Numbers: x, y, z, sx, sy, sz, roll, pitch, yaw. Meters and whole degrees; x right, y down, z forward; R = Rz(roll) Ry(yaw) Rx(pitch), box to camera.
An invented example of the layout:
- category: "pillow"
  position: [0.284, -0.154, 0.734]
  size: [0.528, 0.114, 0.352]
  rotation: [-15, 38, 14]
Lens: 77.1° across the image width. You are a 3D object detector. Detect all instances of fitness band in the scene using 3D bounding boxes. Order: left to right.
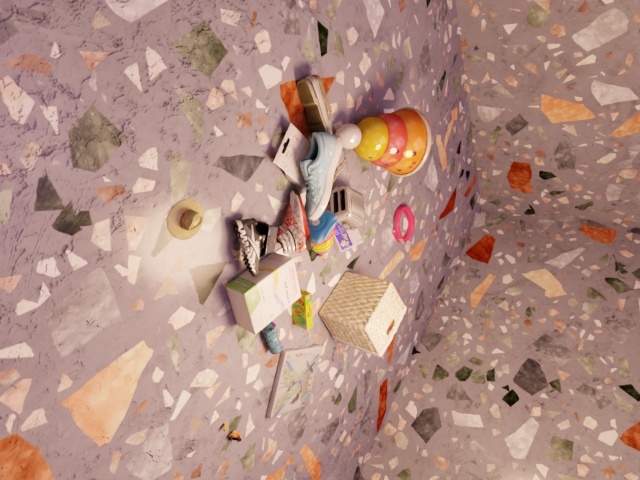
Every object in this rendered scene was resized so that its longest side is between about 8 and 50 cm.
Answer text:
- category: "fitness band"
  position: [0.543, -0.101, 2.621]
  size: [0.291, 0.054, 0.209]
  rotation: [50, 60, -50]

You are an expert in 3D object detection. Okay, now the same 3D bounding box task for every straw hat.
- category: "straw hat"
  position: [-0.424, -0.065, 1.319]
  size: [0.144, 0.061, 0.145]
  rotation: [-24, 121, -48]

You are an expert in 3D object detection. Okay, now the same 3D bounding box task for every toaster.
- category: "toaster"
  position: [0.131, -0.169, 1.950]
  size: [0.146, 0.129, 0.227]
  rotation: [24, 60, -51]

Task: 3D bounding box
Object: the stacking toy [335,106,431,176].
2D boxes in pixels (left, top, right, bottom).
- category: "stacking toy"
  position: [0.269, -0.489, 1.969]
  size: [0.479, 0.350, 0.351]
  rotation: [-6, 108, -33]

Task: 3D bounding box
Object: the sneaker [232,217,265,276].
- category: "sneaker"
  position: [-0.251, 0.021, 1.520]
  size: [0.106, 0.078, 0.235]
  rotation: [-20, 106, -22]

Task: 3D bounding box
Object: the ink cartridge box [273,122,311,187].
- category: "ink cartridge box"
  position: [-0.108, -0.346, 1.657]
  size: [0.224, 0.056, 0.181]
  rotation: [33, 76, -50]

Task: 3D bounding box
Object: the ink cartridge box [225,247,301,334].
- category: "ink cartridge box"
  position: [-0.201, 0.191, 1.659]
  size: [0.353, 0.119, 0.207]
  rotation: [-37, 129, -41]

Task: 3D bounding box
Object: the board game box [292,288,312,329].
- category: "board game box"
  position: [-0.087, 0.321, 1.883]
  size: [0.043, 0.092, 0.182]
  rotation: [-26, 122, -45]

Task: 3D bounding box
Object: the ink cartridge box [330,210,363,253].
- category: "ink cartridge box"
  position: [0.111, -0.057, 2.024]
  size: [0.206, 0.045, 0.209]
  rotation: [-21, 88, -49]

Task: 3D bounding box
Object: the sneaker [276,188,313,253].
- category: "sneaker"
  position: [-0.131, -0.077, 1.679]
  size: [0.144, 0.090, 0.270]
  rotation: [-14, 84, -8]

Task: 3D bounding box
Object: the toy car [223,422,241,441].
- category: "toy car"
  position: [-0.371, 0.813, 1.711]
  size: [0.041, 0.060, 0.122]
  rotation: [-83, 168, -51]

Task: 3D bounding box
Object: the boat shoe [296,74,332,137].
- category: "boat shoe"
  position: [0.001, -0.536, 1.679]
  size: [0.103, 0.113, 0.303]
  rotation: [-41, 132, -30]

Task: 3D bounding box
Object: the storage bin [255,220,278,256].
- category: "storage bin"
  position: [-0.216, -0.007, 1.600]
  size: [0.091, 0.098, 0.135]
  rotation: [-7, 108, -63]

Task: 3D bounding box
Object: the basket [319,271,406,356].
- category: "basket"
  position: [0.222, 0.376, 2.132]
  size: [0.328, 0.331, 0.267]
  rotation: [-54, 133, -27]

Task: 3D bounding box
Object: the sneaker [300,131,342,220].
- category: "sneaker"
  position: [-0.032, -0.270, 1.661]
  size: [0.150, 0.135, 0.366]
  rotation: [11, 96, -27]

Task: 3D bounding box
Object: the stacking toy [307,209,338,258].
- category: "stacking toy"
  position: [0.000, 0.000, 1.866]
  size: [0.175, 0.165, 0.302]
  rotation: [-55, 154, -24]

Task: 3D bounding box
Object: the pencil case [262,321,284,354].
- category: "pencil case"
  position: [-0.211, 0.432, 1.779]
  size: [0.070, 0.064, 0.152]
  rotation: [-23, 124, -18]

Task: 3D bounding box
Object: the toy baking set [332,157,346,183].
- category: "toy baking set"
  position: [0.060, -0.281, 1.821]
  size: [0.197, 0.030, 0.256]
  rotation: [-53, -176, 3]

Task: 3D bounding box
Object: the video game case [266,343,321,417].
- category: "video game case"
  position: [-0.124, 0.696, 2.014]
  size: [0.299, 0.036, 0.329]
  rotation: [11, 93, -54]
